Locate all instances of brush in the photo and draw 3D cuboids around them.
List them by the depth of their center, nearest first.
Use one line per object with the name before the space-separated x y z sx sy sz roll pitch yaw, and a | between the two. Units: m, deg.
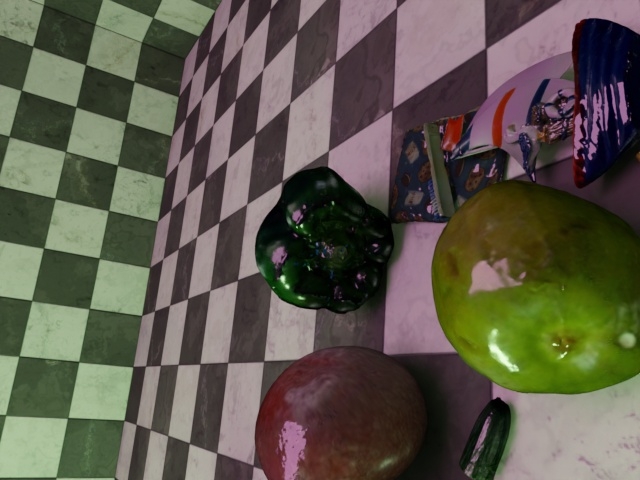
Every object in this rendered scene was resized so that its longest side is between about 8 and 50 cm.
brush | 0.189 -0.111 0.869 0.030 0.033 0.179 126 144 -58

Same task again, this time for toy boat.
toy boat | 0.300 -0.190 0.728 0.318 0.071 0.219 35 107 61

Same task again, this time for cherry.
cherry | 0.021 0.281 0.812 0.261 0.307 0.221 -24 87 30

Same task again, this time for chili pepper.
chili pepper | 0.000 0.000 1.037 0.249 0.233 0.257 -53 26 8

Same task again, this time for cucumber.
cucumber | 0.222 0.257 0.701 0.048 0.048 0.105 31 103 60

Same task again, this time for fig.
fig | 0.232 0.044 0.636 0.314 0.232 0.233 -133 59 -78

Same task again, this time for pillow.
pillow | 0.210 -0.122 0.904 0.255 0.034 0.189 -3 78 59

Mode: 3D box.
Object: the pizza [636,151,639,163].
pizza | 0.428 -0.081 0.440 0.323 0.089 0.223 52 126 55
